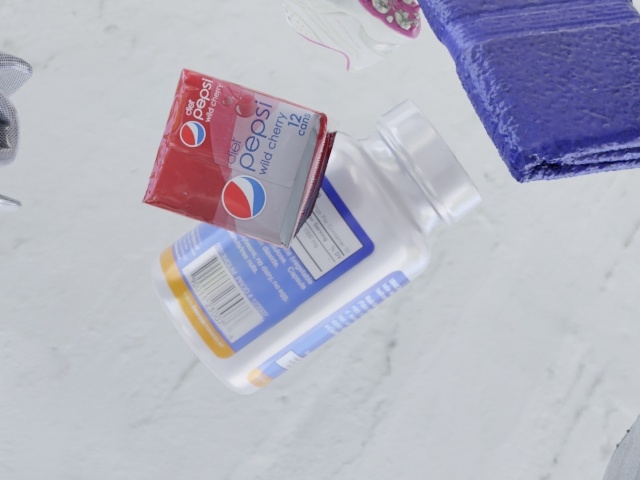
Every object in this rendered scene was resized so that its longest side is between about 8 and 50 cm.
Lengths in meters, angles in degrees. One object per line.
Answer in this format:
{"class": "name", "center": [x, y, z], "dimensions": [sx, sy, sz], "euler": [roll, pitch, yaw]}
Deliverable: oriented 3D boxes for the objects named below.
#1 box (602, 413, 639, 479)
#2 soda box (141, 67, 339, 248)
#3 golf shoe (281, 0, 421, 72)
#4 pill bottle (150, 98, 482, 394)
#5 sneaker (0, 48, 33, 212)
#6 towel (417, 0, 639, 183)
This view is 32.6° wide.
{"class": "box", "center": [0.252, 0.156, 0.634], "dimensions": [0.153, 0.207, 0.108], "euler": [23, -125, 12]}
{"class": "soda box", "center": [-0.043, -0.058, 0.741], "dimensions": [0.092, 0.263, 0.083], "euler": [18, -85, 0]}
{"class": "golf shoe", "center": [-0.021, -0.325, 1.404], "dimensions": [0.306, 0.140, 0.115], "euler": [35, -133, -15]}
{"class": "pill bottle", "center": [0.000, 0.000, 0.959], "dimensions": [0.272, 0.152, 0.152], "euler": [-36, -74, 4]}
{"class": "sneaker", "center": [-0.312, -0.053, 0.870], "dimensions": [0.366, 0.210, 0.137], "euler": [56, -147, -71]}
{"class": "towel", "center": [0.237, -0.187, 1.125], "dimensions": [0.228, 0.076, 0.308], "euler": [-10, -127, -14]}
